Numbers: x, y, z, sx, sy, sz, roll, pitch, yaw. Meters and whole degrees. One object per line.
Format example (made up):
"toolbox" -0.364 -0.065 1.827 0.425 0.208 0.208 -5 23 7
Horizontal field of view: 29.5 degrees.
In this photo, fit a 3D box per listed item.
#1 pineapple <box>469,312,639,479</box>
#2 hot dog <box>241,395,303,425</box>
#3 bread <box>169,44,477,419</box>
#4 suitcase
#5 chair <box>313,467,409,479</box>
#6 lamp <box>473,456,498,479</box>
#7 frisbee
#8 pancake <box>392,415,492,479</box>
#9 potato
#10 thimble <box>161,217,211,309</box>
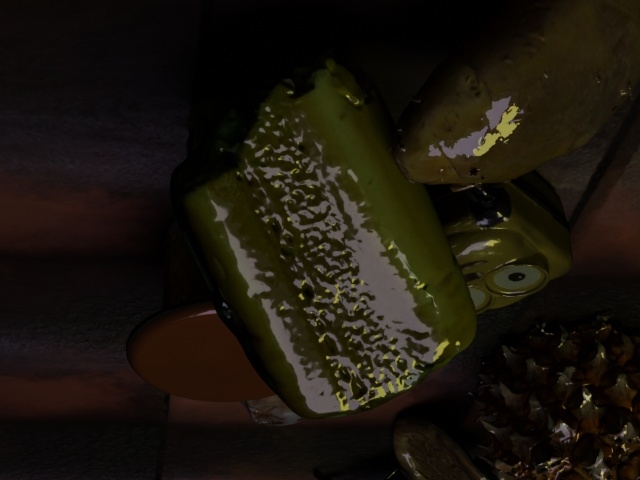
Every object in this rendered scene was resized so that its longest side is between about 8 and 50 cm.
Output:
"pineapple" 0.400 0.302 1.822 0.352 0.300 0.352 -3 140 -3
"hot dog" -0.065 0.191 1.800 0.144 0.075 0.268 -7 143 -4
"bread" 0.000 0.000 1.291 0.251 0.208 0.377 -25 107 6
"suitcase" 0.180 -0.008 1.461 0.194 0.143 0.235 -26 141 29
"chair" 0.104 0.454 2.166 0.113 0.229 0.106 -47 140 -7
"lamp" 0.349 0.435 2.178 0.283 0.125 0.203 -1 163 -35
"frisbee" -0.114 0.141 1.499 0.250 0.021 0.251 -3 146 -2
"pancake" 0.212 0.388 2.028 0.031 0.250 0.250 -42 156 -24
"potato" 0.200 -0.150 1.188 0.296 0.141 0.191 -35 148 -3
"thimble" -0.070 0.068 1.545 0.270 0.150 0.271 -2 146 -2
